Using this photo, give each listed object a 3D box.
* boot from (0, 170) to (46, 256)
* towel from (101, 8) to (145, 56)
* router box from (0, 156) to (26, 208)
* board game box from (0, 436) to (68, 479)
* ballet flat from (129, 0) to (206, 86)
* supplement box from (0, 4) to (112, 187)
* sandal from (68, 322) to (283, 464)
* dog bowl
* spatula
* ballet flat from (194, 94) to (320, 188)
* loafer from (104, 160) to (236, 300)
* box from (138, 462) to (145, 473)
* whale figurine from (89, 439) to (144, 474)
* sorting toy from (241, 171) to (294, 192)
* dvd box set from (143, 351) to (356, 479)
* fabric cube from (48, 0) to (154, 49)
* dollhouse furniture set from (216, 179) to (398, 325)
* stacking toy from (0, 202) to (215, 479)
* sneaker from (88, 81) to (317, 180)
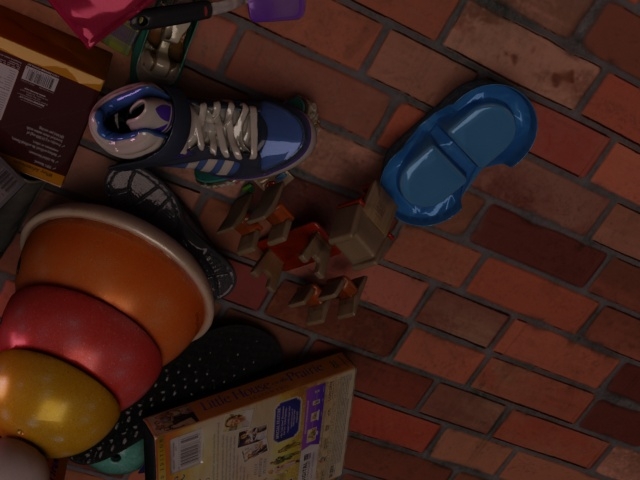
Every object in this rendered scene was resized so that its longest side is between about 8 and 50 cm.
[{"bbox_3d":[-0.518,-0.024,1.414,0.076,0.189,0.208,36,115,-22],"label":"boot"},{"bbox_3d":[-0.306,-0.334,1.345,0.060,0.009,0.083,31,113,4],"label":"towel"},{"bbox_3d":[-0.603,0.013,1.270,0.243,0.309,0.081,-16,122,45],"label":"router box"},{"bbox_3d":[-0.712,0.431,1.547,0.356,0.356,0.356,-37,118,14],"label":"board game box"},{"bbox_3d":[-0.238,-0.306,1.337,0.083,0.087,0.247,17,117,-17],"label":"ballet flat"},{"bbox_3d":[-0.448,-0.221,1.334,0.191,0.129,0.194,22,115,-19],"label":"supplement box"},{"bbox_3d":[-0.282,0.260,1.615,0.446,0.107,0.167,-18,111,-26],"label":"sandal"},{"bbox_3d":[0.227,-0.156,1.495,0.297,0.074,0.166,-41,117,15],"label":"dog bowl"},{"bbox_3d":[-0.149,-0.350,1.295,0.296,0.030,0.084,-21,126,-33],"label":"spatula"},{"bbox_3d":[-0.097,-0.150,1.455,0.241,0.091,0.077,-31,149,15],"label":"ballet flat"},{"bbox_3d":[-0.262,-0.020,1.503,0.109,0.095,0.302,-38,115,3],"label":"loafer"},{"bbox_3d":[-0.240,0.416,1.720,0.225,0.036,0.136,8,126,-50],"label":"box"},{"bbox_3d":[-0.391,0.330,1.656,0.216,0.141,0.272,-3,120,-5],"label":"whale figurine"},{"bbox_3d":[-0.095,-0.102,1.518,0.083,0.012,0.062,-38,118,14],"label":"sorting toy"},{"bbox_3d":[-0.132,0.403,1.677,0.420,0.062,0.307,-15,127,-28],"label":"dvd box set"},{"bbox_3d":[-0.286,-0.459,1.147,0.259,0.254,0.258,-33,121,11],"label":"fabric cube"},{"bbox_3d":[0.000,0.000,1.511,0.259,0.135,0.262,-18,126,39],"label":"dollhouse furniture set"},{"bbox_3d":[-0.400,0.208,1.347,0.351,0.480,0.350,13,140,11],"label":"stacking toy"},{"bbox_3d":[-0.182,-0.164,1.306,0.323,0.236,0.130,3,90,10],"label":"sneaker"}]
